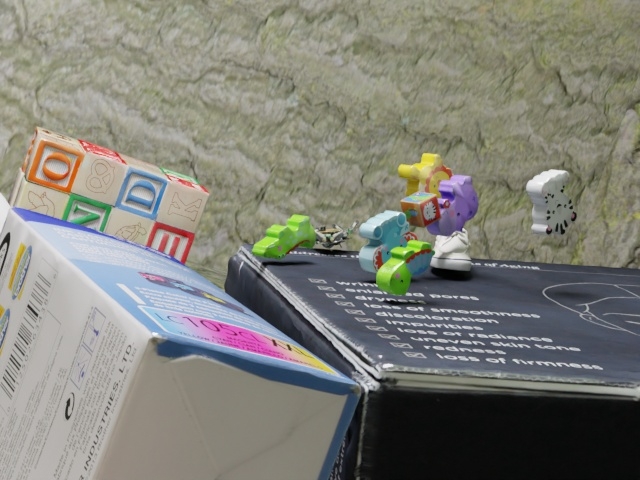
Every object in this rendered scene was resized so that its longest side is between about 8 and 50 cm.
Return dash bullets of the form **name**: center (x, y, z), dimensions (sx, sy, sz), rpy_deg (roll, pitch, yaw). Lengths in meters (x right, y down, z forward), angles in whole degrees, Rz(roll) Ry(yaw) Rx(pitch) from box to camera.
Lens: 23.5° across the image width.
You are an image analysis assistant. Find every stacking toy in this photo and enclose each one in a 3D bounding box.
- **stacking toy**: center (0.080, -0.010, 1.260), dimensions (0.221, 0.052, 0.167), rpy_deg (-26, 23, -35)

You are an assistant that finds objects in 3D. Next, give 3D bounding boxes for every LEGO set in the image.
- **LEGO set**: center (-0.002, 0.000, 1.348), dimensions (0.083, 0.023, 0.054), rpy_deg (-9, 8, -10)

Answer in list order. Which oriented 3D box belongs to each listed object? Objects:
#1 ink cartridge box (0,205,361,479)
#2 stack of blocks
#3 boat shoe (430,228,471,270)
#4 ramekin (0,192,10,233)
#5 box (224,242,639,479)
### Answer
- **ink cartridge box**: center (-0.159, 0.142, 1.036), dimensions (0.151, 0.270, 0.395), rpy_deg (19, 5, -30)
- **stack of blocks**: center (-0.242, 0.058, 1.499), dimensions (0.171, 0.297, 0.087), rpy_deg (18, 7, -17)
- **boat shoe**: center (0.113, 0.005, 1.322), dimensions (0.035, 0.035, 0.100), rpy_deg (7, 8, 4)
- **ramekin**: center (-0.379, 0.053, 1.238), dimensions (0.277, 0.277, 0.135), rpy_deg (19, 13, -5)
- **box**: center (0.188, 0.190, 1.215), dimensions (0.479, 0.297, 0.472), rpy_deg (4, 10, -14)
